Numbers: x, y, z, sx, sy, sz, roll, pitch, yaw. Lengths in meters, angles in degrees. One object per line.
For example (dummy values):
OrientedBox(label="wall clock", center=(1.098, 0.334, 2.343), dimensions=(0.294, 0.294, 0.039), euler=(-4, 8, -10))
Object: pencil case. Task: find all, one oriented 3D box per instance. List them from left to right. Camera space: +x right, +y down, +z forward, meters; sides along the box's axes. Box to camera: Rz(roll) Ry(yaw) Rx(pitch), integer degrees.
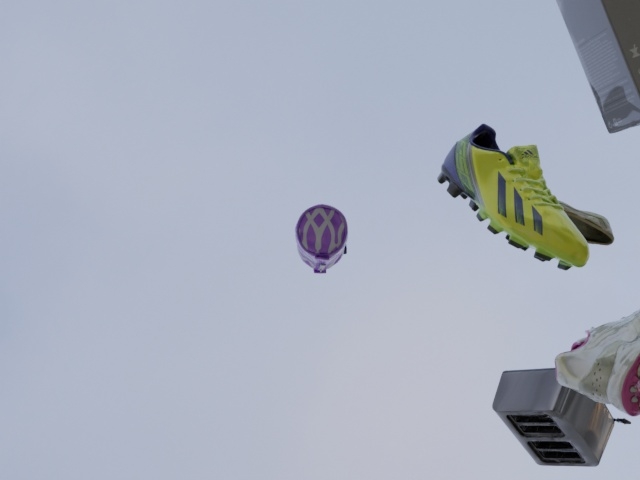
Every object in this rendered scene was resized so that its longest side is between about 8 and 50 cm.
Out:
OrientedBox(label="pencil case", center=(0.000, 0.000, 1.467), dimensions=(0.086, 0.206, 0.088), euler=(9, -99, 2))

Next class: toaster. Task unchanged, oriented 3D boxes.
OrientedBox(label="toaster", center=(0.426, 0.316, 1.671), dimensions=(0.168, 0.186, 0.110), euler=(50, -128, -25))

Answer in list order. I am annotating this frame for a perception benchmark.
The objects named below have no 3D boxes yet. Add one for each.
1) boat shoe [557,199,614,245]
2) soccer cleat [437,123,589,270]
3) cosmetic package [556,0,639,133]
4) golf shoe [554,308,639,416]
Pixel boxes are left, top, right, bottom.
OrientedBox(label="boat shoe", center=(0.385, -0.025, 1.459), dimensions=(0.153, 0.048, 0.056), euler=(15, -63, -6))
OrientedBox(label="soccer cleat", center=(0.256, -0.065, 1.200), dimensions=(0.093, 0.289, 0.121), euler=(27, -76, -36))
OrientedBox(label="cosmetic package", center=(0.330, -0.246, 0.969), dimensions=(0.127, 0.107, 0.238), euler=(-23, -88, -8))
OrientedBox(label="golf shoe", center=(0.443, 0.141, 1.327), dimensions=(0.306, 0.140, 0.115), euler=(-24, -67, -48))
